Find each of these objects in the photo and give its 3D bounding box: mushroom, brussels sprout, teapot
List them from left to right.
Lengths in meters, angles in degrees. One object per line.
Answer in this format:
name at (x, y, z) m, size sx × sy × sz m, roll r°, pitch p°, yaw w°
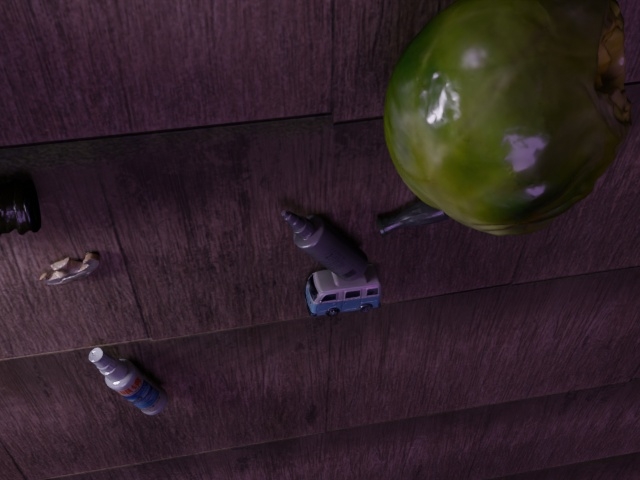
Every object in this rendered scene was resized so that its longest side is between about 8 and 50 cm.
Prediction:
mushroom at (-0.373, 0.044, 1.344) m, size 0.101 × 0.019 × 0.049 m, roll -23°, pitch 143°, yaw 14°
teapot at (0.138, -0.034, 1.378) m, size 0.110 × 0.043 × 0.043 m, roll -20°, pitch 144°, yaw 14°
brussels sprout at (0.232, -0.146, 1.058) m, size 0.344 × 0.268 × 0.344 m, roll -15°, pitch 146°, yaw -10°

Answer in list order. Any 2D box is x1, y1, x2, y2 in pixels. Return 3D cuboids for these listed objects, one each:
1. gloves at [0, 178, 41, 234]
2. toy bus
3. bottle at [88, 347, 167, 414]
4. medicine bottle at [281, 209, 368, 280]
gloves at (-0.494, -0.014, 1.157) m, size 0.268 × 0.107 × 0.135 m, roll -23°, pitch 155°, yaw -15°
toy bus at (0.038, 0.080, 1.487) m, size 0.123 × 0.060 × 0.075 m, roll -7°, pitch 140°, yaw -12°
bottle at (-0.345, 0.246, 1.601) m, size 0.060 × 0.060 × 0.217 m, roll -19°, pitch 143°, yaw 9°
medicine bottle at (0.000, 0.000, 1.368) m, size 0.057 × 0.058 × 0.199 m, roll -29°, pitch 141°, yaw 21°
